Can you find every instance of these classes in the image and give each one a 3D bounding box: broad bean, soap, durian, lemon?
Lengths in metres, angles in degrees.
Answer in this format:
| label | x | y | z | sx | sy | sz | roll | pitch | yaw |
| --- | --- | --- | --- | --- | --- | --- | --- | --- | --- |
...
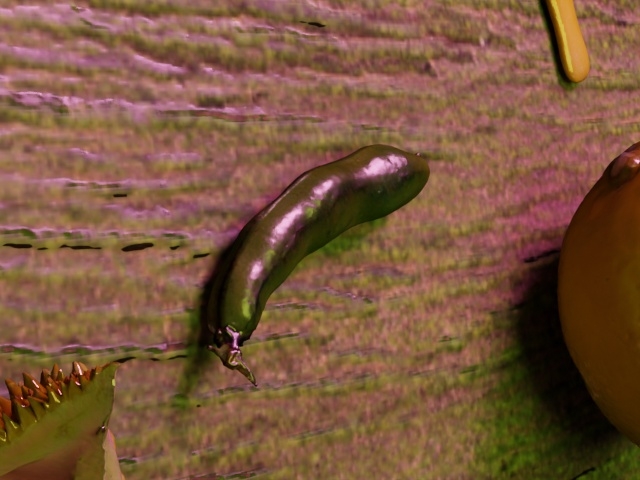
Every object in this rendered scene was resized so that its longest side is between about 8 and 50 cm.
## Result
| label | x | y | z | sx | sy | sz | roll | pitch | yaw |
| --- | --- | --- | --- | --- | --- | --- | --- | --- | --- |
| broad bean | -0.003 | -0.004 | 0.910 | 0.227 | 0.039 | 0.069 | -47 | 111 | -40 |
| soap | 0.184 | -0.162 | 1.156 | 0.034 | 0.012 | 0.089 | -24 | 102 | -47 |
| durian | -0.122 | 0.148 | 0.691 | 0.165 | 0.132 | 0.182 | -54 | 134 | -24 |
| lemon | 0.271 | 0.027 | 1.066 | 0.219 | 0.240 | 0.240 | 50 | 48 | -5 |
